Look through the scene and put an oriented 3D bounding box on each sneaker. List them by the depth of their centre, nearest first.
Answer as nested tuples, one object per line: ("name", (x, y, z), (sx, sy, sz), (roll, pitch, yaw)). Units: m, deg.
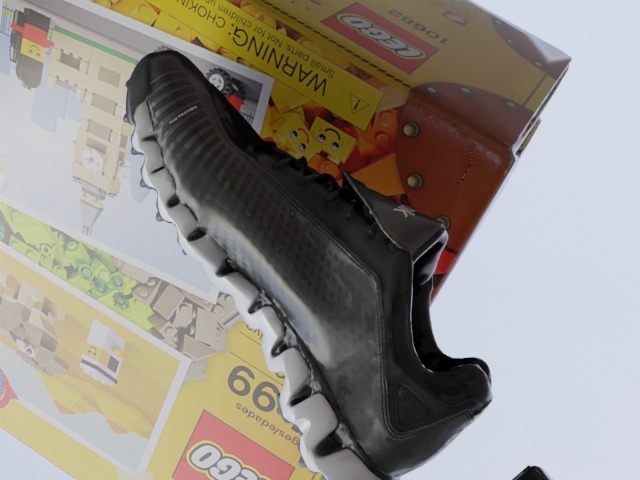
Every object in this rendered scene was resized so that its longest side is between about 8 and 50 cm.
("sneaker", (0.000, 0.000, 0.445), (0.234, 0.106, 0.078), (60, -164, 8))

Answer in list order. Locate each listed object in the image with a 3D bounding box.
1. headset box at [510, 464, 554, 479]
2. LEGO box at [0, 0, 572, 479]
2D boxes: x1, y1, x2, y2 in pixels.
("headset box", (0.084, 0.266, 0.372), (0.131, 0.246, 0.283), (51, 179, -36))
("LEGO box", (-0.152, -0.065, 0.657), (0.500, 0.373, 0.193), (31, -148, 8))
